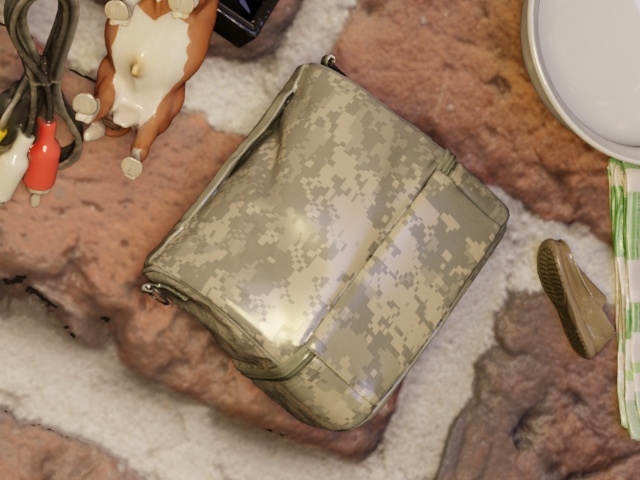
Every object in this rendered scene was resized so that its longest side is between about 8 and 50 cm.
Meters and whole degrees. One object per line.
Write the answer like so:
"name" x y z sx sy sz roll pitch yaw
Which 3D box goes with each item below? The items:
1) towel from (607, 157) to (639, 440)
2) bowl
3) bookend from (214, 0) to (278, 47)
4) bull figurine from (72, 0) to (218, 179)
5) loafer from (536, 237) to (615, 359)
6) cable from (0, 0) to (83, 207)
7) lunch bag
"towel" 0.451 0.060 1.653 0.248 0.038 0.324 -3 90 -19
"bowl" 0.334 -0.226 1.571 0.298 0.134 0.297 0 89 -19
"bookend" -0.099 -0.309 1.466 0.156 0.072 0.157 34 79 -14
"bull figurine" -0.153 -0.212 1.339 0.101 0.188 0.310 17 123 1
"loafer" 0.287 0.060 1.594 0.050 0.056 0.148 -27 107 -17
"cable" -0.260 -0.127 1.332 0.140 0.287 0.072 0 55 -33
"lunch bag" 0.000 0.000 1.417 0.256 0.212 0.305 41 77 -13
